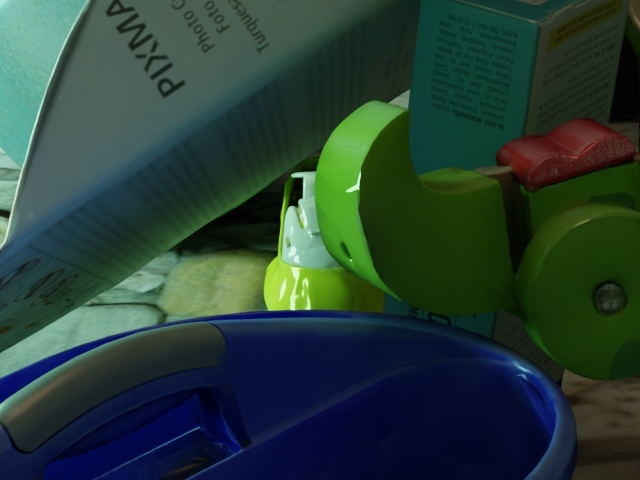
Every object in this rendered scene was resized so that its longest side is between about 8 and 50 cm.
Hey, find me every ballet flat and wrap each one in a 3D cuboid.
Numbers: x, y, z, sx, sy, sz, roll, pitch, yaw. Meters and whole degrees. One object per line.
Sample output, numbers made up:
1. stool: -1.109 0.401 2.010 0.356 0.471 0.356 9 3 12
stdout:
1. ballet flat: 0.000 0.000 1.061 0.077 0.077 0.231 -5 19 -1

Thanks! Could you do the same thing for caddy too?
1. caddy: -0.061 0.120 0.564 0.241 0.179 0.341 11 25 43

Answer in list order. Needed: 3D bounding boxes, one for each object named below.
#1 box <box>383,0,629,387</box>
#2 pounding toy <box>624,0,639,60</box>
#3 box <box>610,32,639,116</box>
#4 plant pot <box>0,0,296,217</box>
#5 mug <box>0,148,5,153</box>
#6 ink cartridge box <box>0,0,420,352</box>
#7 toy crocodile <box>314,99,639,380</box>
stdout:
1. box: 0.082 -0.006 0.779 0.060 0.244 0.100 20 29 27
2. pounding toy: 0.325 -0.121 1.330 0.183 0.110 0.237 1 46 -13
3. box: 0.223 -0.286 1.507 0.183 0.294 0.296 2 20 16
4. plant pot: -0.109 -0.136 1.213 0.252 0.248 0.247 -41 5 23
5. mug: -0.246 -0.153 1.553 0.150 0.113 0.169 -3 22 16
6. ink cartridge box: -0.101 -0.051 0.838 0.385 0.091 0.308 -33 -4 -2
7. toy crocodile: 0.168 -0.015 0.658 0.341 0.105 0.115 -5 13 -6
